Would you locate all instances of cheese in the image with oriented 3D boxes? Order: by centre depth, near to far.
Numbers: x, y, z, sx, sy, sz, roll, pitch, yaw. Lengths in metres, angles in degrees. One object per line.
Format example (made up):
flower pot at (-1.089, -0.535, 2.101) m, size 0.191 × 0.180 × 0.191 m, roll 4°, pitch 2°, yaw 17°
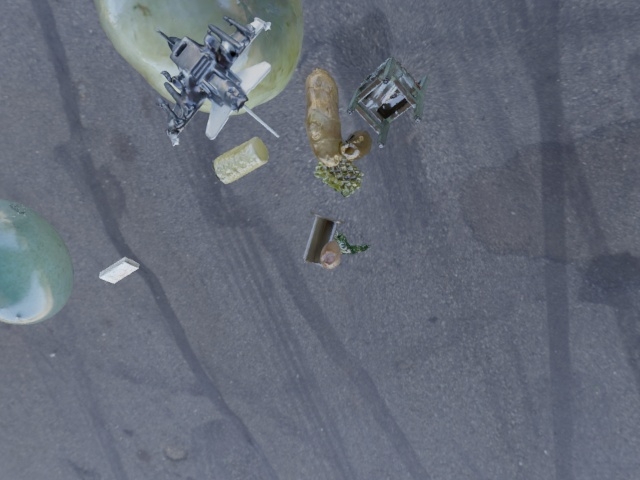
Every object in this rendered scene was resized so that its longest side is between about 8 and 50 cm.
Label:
cheese at (-0.261, -0.264, 1.356) m, size 0.167 × 0.123 × 0.093 m, roll -24°, pitch 106°, yaw 21°

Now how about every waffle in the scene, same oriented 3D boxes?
waffle at (0.094, -0.310, 1.883) m, size 0.223 × 0.204 × 0.054 m, roll 35°, pitch 140°, yaw -1°

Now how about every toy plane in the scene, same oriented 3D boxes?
toy plane at (-0.133, -0.189, 0.445) m, size 0.160 × 0.082 × 0.234 m, roll -49°, pitch 65°, yaw 8°

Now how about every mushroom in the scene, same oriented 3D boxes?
mushroom at (-0.189, -0.382, 0.693) m, size 0.260 × 0.352 × 0.352 m, roll 1°, pitch 114°, yaw 48°

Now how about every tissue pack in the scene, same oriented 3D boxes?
tissue pack at (-0.609, 0.091, 1.247) m, size 0.108 × 0.023 × 0.056 m, roll -28°, pitch 143°, yaw 15°

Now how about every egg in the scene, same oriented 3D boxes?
egg at (-0.548, 0.039, 0.738) m, size 0.169 × 0.169 × 0.236 m, roll -12°, pitch 113°, yaw 14°

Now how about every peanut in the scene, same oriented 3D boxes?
peanut at (0.037, 0.048, 1.456) m, size 0.076 × 0.152 × 0.076 m, roll 4°, pitch 114°, yaw 9°

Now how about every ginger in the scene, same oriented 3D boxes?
ginger at (0.007, -0.432, 1.447) m, size 0.126 × 0.190 × 0.353 m, roll -12°, pitch 79°, yaw 31°

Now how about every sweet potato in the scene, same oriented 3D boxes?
sweet potato at (0.130, -0.339, 1.477) m, size 0.124 × 0.310 × 0.098 m, roll -39°, pitch 94°, yaw 11°

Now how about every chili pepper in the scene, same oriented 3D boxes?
chili pepper at (0.135, 0.018, 2.039) m, size 0.279 × 0.065 × 0.122 m, roll 30°, pitch 98°, yaw -46°

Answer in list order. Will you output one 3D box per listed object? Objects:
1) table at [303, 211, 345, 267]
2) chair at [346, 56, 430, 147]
table at (0.000, 0.000, 1.874) m, size 0.167 × 0.167 × 0.226 m, roll 18°, pitch 97°, yaw 3°
chair at (0.182, -0.387, 1.077) m, size 0.147 × 0.270 × 0.136 m, roll 41°, pitch 133°, yaw -21°
